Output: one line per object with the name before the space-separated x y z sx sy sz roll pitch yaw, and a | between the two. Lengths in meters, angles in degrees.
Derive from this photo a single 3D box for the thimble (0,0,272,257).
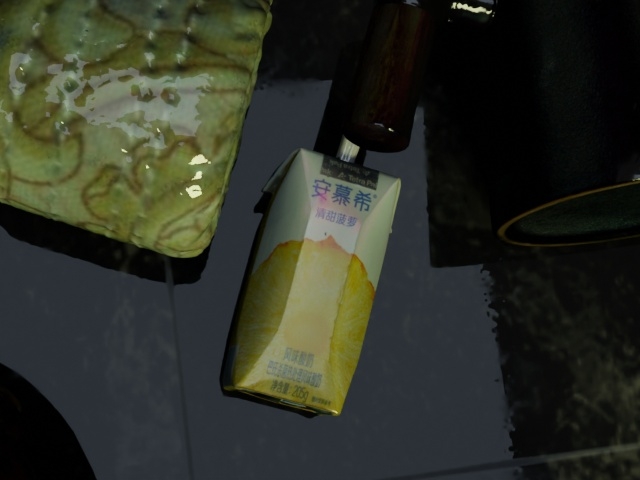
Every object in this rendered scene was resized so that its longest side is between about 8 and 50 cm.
thimble | -0.110 -0.094 0.717 0.143 0.137 0.191 14 65 -3

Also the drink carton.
drink carton | 0.000 0.000 0.745 0.084 0.074 0.200 17 78 -5

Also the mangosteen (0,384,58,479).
mangosteen | -0.256 0.164 0.580 0.287 0.288 0.288 1 81 -7

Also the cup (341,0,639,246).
cup | 0.143 -0.102 0.717 0.239 0.166 0.177 3 75 -41
